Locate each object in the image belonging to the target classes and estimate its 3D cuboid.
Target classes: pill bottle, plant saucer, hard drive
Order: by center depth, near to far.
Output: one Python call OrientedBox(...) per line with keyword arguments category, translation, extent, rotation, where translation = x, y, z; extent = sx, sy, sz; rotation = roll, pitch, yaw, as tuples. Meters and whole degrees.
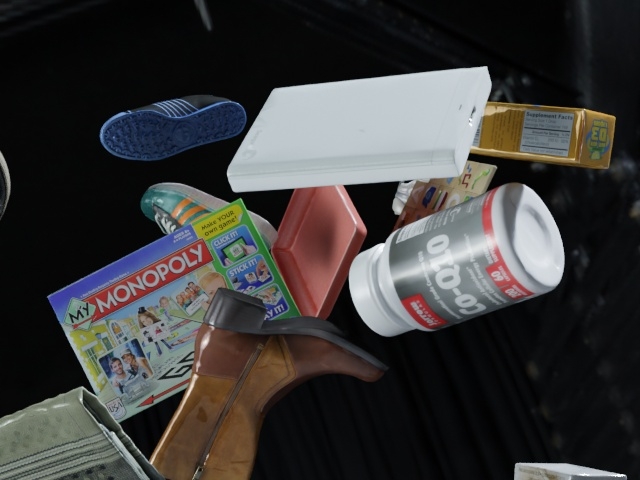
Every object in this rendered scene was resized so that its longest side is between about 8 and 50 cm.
OrientedBox(category="hard drive", translation=(0.052, -0.145, 1.532), extent=(0.307, 0.203, 0.040), rotation=(-2, -51, 24))
OrientedBox(category="pill bottle", translation=(0.190, 0.038, 1.695), extent=(0.283, 0.161, 0.161), rotation=(-24, -31, 36))
OrientedBox(category="plant saucer", translation=(0.000, 0.000, 2.197), extent=(0.047, 0.259, 0.258), rotation=(6, -54, -27))

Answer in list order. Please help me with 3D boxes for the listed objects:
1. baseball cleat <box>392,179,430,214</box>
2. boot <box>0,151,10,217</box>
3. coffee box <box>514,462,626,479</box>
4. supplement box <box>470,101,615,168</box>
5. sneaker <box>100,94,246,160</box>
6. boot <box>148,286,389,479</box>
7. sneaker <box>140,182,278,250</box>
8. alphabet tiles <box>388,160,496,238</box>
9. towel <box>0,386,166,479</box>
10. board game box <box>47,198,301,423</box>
OrientedBox(category="baseball cleat", translation=(0.244, -0.066, 2.408), extent=(0.072, 0.206, 0.109), rotation=(-26, -47, -63))
OrientedBox(category="boot", translation=(-0.652, 0.022, 2.071), extent=(0.138, 0.284, 0.377), rotation=(15, -47, -11))
OrientedBox(category="coffee box", translation=(0.347, 0.447, 1.667), extent=(0.098, 0.246, 0.141), rotation=(5, -6, -24))
OrientedBox(category="supplement box", translation=(0.287, -0.148, 1.629), extent=(0.078, 0.233, 0.080), rotation=(4, -83, -44))
OrientedBox(category="sneaker", translation=(-0.235, -0.176, 1.823), extent=(0.232, 0.090, 0.081), rotation=(-10, -73, -24))
OrientedBox(category="boot", translation=(-0.070, 0.235, 1.600), extent=(0.264, 0.096, 0.280), rotation=(18, -84, -13))
OrientedBox(category="sneaker", translation=(-0.230, -0.016, 2.177), extent=(0.302, 0.121, 0.108), rotation=(18, -29, 31))
OrientedBox(category="alphabet tiles", translation=(0.209, -0.017, 2.159), extent=(0.011, 0.342, 0.285), rotation=(25, -90, -20))
OrientedBox(category="towel", translation=(-0.302, 0.309, 1.285), extent=(0.324, 0.056, 0.312), rotation=(-20, -61, 18))
OrientedBox(category="board game box", translation=(-0.209, 0.104, 1.732), extent=(0.317, 0.213, 0.046), rotation=(-28, -3, -4))
